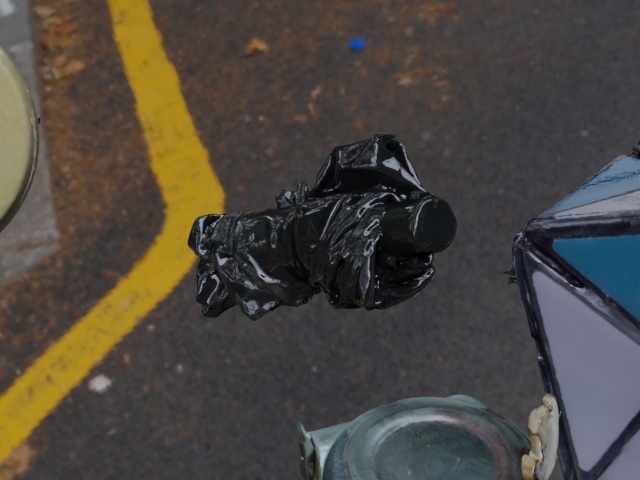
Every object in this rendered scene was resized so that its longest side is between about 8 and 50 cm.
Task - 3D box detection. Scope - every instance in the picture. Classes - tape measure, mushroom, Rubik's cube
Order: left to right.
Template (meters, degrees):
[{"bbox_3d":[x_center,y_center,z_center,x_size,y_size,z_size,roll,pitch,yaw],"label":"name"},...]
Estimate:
[{"bbox_3d":[0.125,0.294,1.355,0.256,0.147,0.275,-12,35,-17],"label":"tape measure"},{"bbox_3d":[0.192,0.173,1.036,0.019,0.049,0.101,-4,32,27],"label":"mushroom"},{"bbox_3d":[0.404,0.066,1.194,0.305,0.310,0.307,-1,21,40],"label":"Rubik's cube"}]

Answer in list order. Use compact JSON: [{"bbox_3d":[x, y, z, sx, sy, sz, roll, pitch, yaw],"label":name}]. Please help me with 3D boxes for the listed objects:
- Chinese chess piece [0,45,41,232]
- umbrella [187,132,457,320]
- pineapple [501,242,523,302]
[{"bbox_3d":[-0.412,-0.101,1.175,0.273,0.273,0.102,-29,14,-13],"label":"Chinese chess piece"},{"bbox_3d":[0.000,-0.001,0.888,0.272,0.110,0.122,-14,39,56],"label":"umbrella"},{"bbox_3d":[0.360,0.099,1.711,0.125,0.251,0.125,-37,26,21],"label":"pineapple"}]
